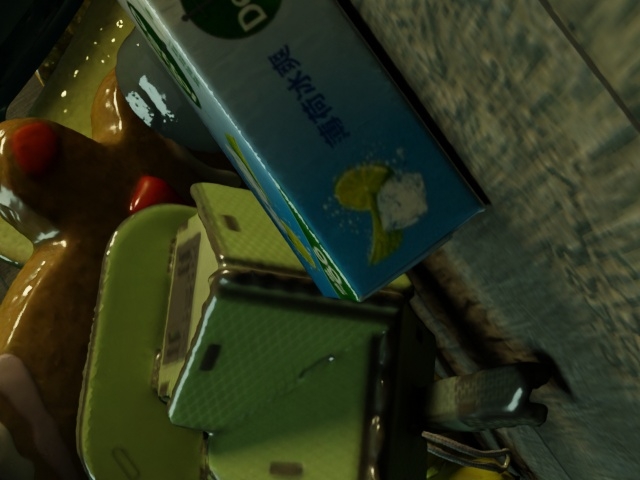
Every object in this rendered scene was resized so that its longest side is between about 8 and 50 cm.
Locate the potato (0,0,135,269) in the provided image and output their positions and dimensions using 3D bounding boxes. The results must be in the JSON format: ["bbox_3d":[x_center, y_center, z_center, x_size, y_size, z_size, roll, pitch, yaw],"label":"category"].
[{"bbox_3d":[-0.193,-0.071,1.165,0.269,0.255,0.112,53,173,14],"label":"potato"}]

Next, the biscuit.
[{"bbox_3d":[-0.128,0.023,0.956,0.064,0.432,0.283,-21,131,40],"label":"biscuit"}]

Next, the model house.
[{"bbox_3d":[-0.005,0.066,0.764,0.278,0.218,0.205,155,122,-68],"label":"model house"}]

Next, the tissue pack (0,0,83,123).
[{"bbox_3d":[-0.319,-0.229,1.151,0.206,0.287,0.198,30,168,9],"label":"tissue pack"}]

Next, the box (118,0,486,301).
[{"bbox_3d":[-0.018,-0.069,0.624,0.194,0.073,0.139,55,175,-2],"label":"box"}]

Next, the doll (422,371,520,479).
[{"bbox_3d":[0.061,0.151,1.016,0.221,0.143,0.135,48,178,-11],"label":"doll"}]

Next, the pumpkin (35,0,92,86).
[{"bbox_3d":[-0.352,-0.309,1.717,0.317,0.139,0.222,50,170,35],"label":"pumpkin"}]

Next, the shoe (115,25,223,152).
[{"bbox_3d":[-0.076,-0.100,0.846,0.108,0.093,0.241,56,176,0],"label":"shoe"}]

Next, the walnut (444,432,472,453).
[{"bbox_3d":[0.006,0.222,1.237,0.285,0.285,0.296,57,168,-21],"label":"walnut"}]
